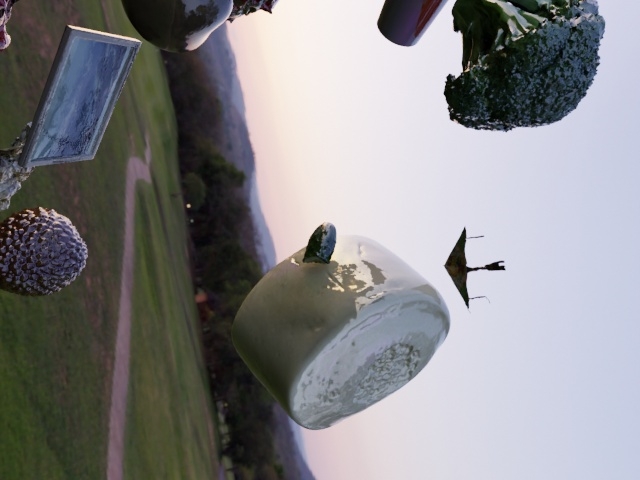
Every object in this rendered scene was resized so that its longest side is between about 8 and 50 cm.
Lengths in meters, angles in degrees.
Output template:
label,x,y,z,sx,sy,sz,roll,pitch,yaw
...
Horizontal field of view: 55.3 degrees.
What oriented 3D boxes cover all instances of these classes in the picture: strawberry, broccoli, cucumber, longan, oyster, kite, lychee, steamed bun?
label,x,y,z,sx,sy,sz,roll,pitch,yaw
strawberry,-0.200,-0.656,1.533,0.187,0.184,0.201,-6,-76,40
broccoli,0.325,-0.310,1.037,0.275,0.308,0.308,50,-12,9
cucumber,0.000,0.000,1.373,0.035,0.067,0.107,62,38,-52
longan,-0.301,-0.516,1.286,0.248,0.248,0.248,168,-90,-83
oyster,-1.009,-0.247,1.997,0.351,0.115,0.238,-58,-166,19
kite,0.331,0.065,1.336,0.244,0.006,0.197,177,-92,-72
lychee,-0.733,0.034,1.563,0.271,0.236,0.235,-39,124,-57
steamed bun,0.037,0.176,1.428,0.371,0.456,0.289,42,-24,43

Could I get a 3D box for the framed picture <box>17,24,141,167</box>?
label,x,y,z,sx,sy,sz,roll,pitch,yaw
framed picture,-0.555,-0.325,1.419,0.335,0.022,0.247,-60,170,19

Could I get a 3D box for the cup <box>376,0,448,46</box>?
label,x,y,z,sx,sy,sz,roll,pitch,yaw
cup,0.265,-0.663,1.599,0.288,0.203,0.203,123,-42,-53

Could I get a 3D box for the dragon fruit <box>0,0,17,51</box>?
label,x,y,z,sx,sy,sz,roll,pitch,yaw
dragon fruit,-0.649,-0.443,1.115,0.234,0.293,0.233,166,-90,-82
